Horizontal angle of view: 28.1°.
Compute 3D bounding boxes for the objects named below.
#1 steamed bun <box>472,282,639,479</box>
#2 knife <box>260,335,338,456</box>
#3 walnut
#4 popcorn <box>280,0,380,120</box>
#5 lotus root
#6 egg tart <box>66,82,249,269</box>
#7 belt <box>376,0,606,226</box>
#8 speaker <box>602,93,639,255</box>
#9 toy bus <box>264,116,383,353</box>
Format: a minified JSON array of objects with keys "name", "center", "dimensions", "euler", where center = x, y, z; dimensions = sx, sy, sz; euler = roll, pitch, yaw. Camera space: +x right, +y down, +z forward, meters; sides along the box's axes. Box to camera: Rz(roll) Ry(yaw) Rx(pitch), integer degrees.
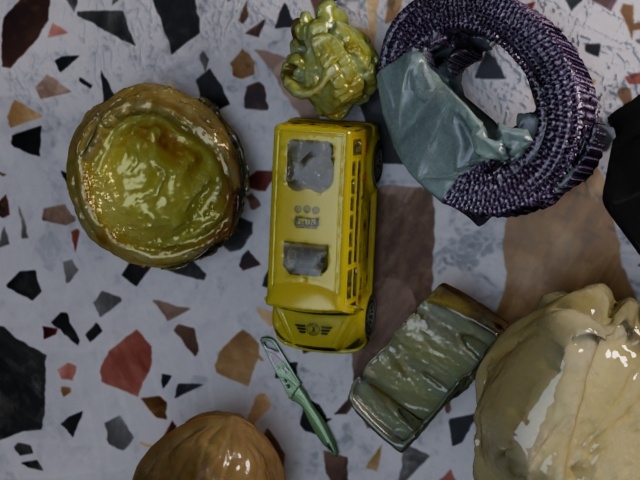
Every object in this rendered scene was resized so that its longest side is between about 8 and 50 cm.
[{"name":"steamed bun","center":[0.329,0.237,1.640],"dimensions":[0.325,0.230,0.372],"euler":[-47,118,-16]},{"name":"knife","center":[-0.031,0.230,1.878],"dimensions":[0.030,0.014,0.207],"euler":[-32,87,18]},{"name":"walnut","center":[-0.160,0.366,1.829],"dimensions":[0.225,0.225,0.260],"euler":[20,104,13]},{"name":"popcorn","center":[0.015,-0.237,1.740],"dimensions":[0.136,0.162,0.141],"euler":[10,140,9]},{"name":"lotus root","center":[0.152,0.165,1.749],"dimensions":[0.119,0.138,0.235],"euler":[42,108,13]},{"name":"egg tart","center":[-0.232,-0.093,1.855],"dimensions":[0.279,0.095,0.278],"euler":[2,99,11]},{"name":"belt","center":[0.213,-0.182,1.666],"dimensions":[0.260,0.122,0.324],"euler":[-42,74,23]},{"name":"speaker","center":[0.517,-0.012,1.612],"dimensions":[0.180,0.184,0.388],"euler":[-33,99,31]},{"name":"toy bus","center":[0.000,0.000,1.762],"dimensions":[0.144,0.152,0.330],"euler":[5,99,15]}]
